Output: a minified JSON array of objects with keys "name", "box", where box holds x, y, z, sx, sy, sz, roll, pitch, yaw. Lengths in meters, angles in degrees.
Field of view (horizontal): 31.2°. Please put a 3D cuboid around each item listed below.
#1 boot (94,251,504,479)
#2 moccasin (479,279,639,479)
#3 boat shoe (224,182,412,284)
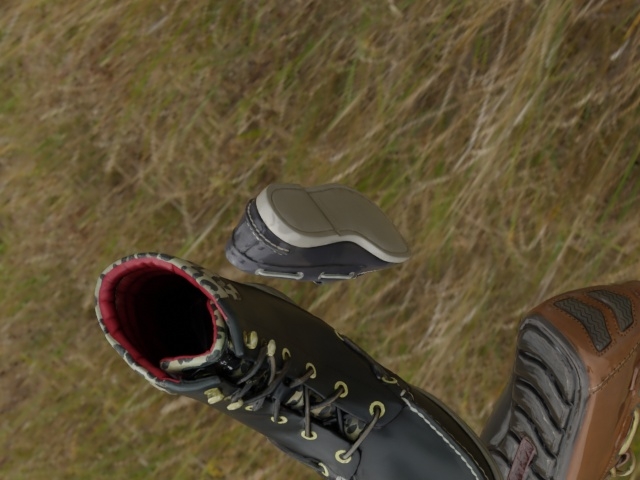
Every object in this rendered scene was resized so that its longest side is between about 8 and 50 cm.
[{"name":"boot","box":[-0.012,0.094,0.664,0.236,0.085,0.178,37,-176,25]},{"name":"moccasin","box":[0.233,0.176,1.082,0.139,0.147,0.380,48,150,39]},{"name":"boat shoe","box":[0.000,0.000,0.905,0.065,0.206,0.075,-43,66,22]}]
